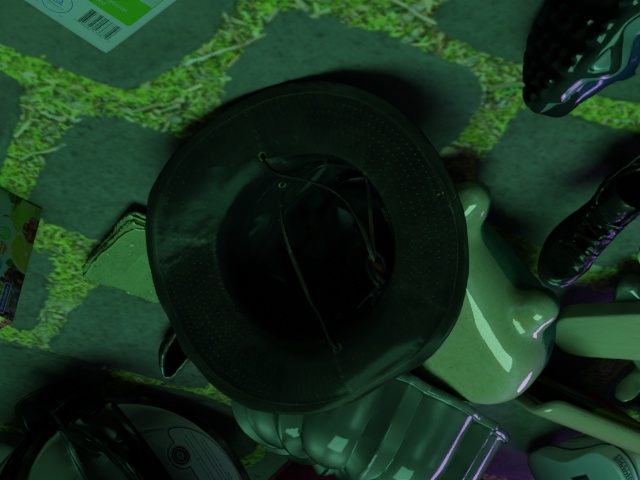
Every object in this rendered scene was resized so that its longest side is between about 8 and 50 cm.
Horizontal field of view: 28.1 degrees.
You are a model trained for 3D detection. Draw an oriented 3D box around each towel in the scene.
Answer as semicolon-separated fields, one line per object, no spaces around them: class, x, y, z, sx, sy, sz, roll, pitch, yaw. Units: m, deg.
towel;-0.190;0.018;1.408;0.110;0.027;0.148;22;141;-24

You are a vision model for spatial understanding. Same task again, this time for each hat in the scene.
hat;0.000;0.000;1.234;0.331;0.332;0.134;-13;-175;24

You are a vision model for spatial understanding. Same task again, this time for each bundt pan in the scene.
bundt pan;0.040;0.215;1.456;0.330;0.124;0.331;23;169;5

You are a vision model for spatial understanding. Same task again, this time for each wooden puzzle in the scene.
wooden puzzle;0.290;0.191;1.497;0.220;0.044;0.238;23;179;-23

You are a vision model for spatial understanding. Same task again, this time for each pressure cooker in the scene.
pressure cooker;-0.279;0.410;1.684;0.369;0.376;0.420;23;143;-19

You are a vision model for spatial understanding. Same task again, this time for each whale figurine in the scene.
whale figurine;0.155;0.036;1.317;0.216;0.141;0.272;10;129;36

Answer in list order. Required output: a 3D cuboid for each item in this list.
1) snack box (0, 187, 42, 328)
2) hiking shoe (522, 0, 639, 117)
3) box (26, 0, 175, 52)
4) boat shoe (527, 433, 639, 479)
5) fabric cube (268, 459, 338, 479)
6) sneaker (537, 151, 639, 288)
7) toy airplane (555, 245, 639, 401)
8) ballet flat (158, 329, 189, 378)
snack box;-0.351;0.010;1.317;0.100;0.141;0.037;29;140;-30
hiking shoe;0.275;-0.178;0.983;0.132;0.113;0.304;22;142;-21
box;-0.173;-0.286;0.878;0.262;0.127;0.231;31;137;-32
boat shoe;0.357;0.293;1.658;0.084;0.095;0.258;-29;-179;-20
fabric cube;0.053;0.464;1.817;0.259;0.258;0.254;17;143;-16
sneaker;0.268;-0.029;1.196;0.051;0.170;0.089;43;174;10
toy airplane;0.467;0.103;1.281;0.386;0.272;0.384;41;134;12
ballet flat;-0.147;0.112;1.516;0.057;0.049;0.173;16;144;-17
